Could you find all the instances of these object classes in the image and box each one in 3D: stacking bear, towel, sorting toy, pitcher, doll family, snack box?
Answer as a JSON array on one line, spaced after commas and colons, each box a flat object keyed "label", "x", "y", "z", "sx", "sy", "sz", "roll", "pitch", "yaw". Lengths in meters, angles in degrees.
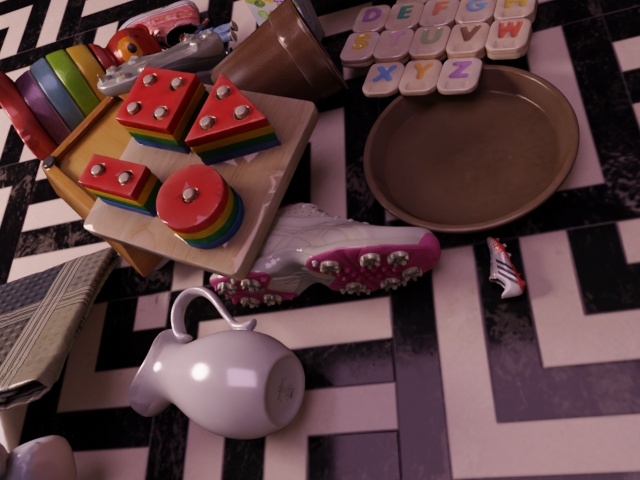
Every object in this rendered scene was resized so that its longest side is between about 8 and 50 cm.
[{"label": "stacking bear", "x": -0.416, "y": -0.285, "z": 1.070, "sx": 0.289, "sy": 0.164, "sz": 0.175, "roll": -33, "pitch": 92, "yaw": -11}, {"label": "towel", "x": -0.456, "y": 0.148, "z": 0.842, "sx": 0.312, "sy": 0.056, "sz": 0.324, "roll": -19, "pitch": 29, "yaw": 10}, {"label": "sorting toy", "x": -0.171, "y": -0.109, "z": 0.773, "sx": 0.256, "sy": 0.089, "sz": 0.257, "roll": 15, "pitch": 71, "yaw": 23}, {"label": "pitcher", "x": -0.122, "y": 0.145, "z": 0.729, "sx": 0.207, "sy": 0.125, "sz": 0.177, "roll": 0, "pitch": 71, "yaw": 33}, {"label": "doll family", "x": -0.203, "y": -0.311, "z": 1.048, "sx": 0.112, "sy": 0.076, "sz": 0.192, "roll": -8, "pitch": 55, "yaw": 23}, {"label": "snack box", "x": -0.064, "y": -0.384, "z": 0.984, "sx": 0.100, "sy": 0.141, "sz": 0.037, "roll": 12, "pitch": 68, "yaw": 27}]

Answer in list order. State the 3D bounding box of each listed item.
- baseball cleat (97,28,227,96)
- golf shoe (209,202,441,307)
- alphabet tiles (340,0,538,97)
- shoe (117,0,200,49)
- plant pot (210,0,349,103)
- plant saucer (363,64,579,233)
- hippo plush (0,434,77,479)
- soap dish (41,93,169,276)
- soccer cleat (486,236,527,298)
[{"label": "baseball cleat", "x": -0.239, "y": -0.253, "z": 0.936, "sx": 0.206, "sy": 0.109, "sz": 0.072, "roll": -25, "pitch": 46, "yaw": -8}, {"label": "golf shoe", "x": 0.000, "y": 0.000, "z": 0.770, "sx": 0.306, "sy": 0.115, "sz": 0.140, "roll": -7, "pitch": 57, "yaw": 17}, {"label": "alphabet tiles", "x": 0.175, "y": -0.321, "z": 0.898, "sx": 0.284, "sy": 0.021, "sz": 0.277, "roll": 5, "pitch": 56, "yaw": 27}, {"label": "shoe", "x": -0.313, "y": -0.398, "z": 1.141, "sx": 0.178, "sy": 0.063, "sz": 0.081, "roll": -22, "pitch": 52, "yaw": 5}, {"label": "plant pot", "x": -0.070, "y": -0.259, "z": 0.916, "sx": 0.165, "sy": 0.167, "sz": 0.167, "roll": -32, "pitch": 55, "yaw": 12}, {"label": "plant saucer", "x": 0.195, "y": -0.121, "z": 0.789, "sx": 0.278, "sy": 0.041, "sz": 0.277, "roll": -11, "pitch": 55, "yaw": 16}, {"label": "hippo plush", "x": -0.432, "y": 0.364, "z": 0.724, "sx": 0.237, "sy": 0.234, "sz": 0.294, "roll": -6, "pitch": 51, "yaw": 49}, {"label": "soap dish", "x": -0.294, "y": -0.110, "z": 0.943, "sx": 0.291, "sy": 0.118, "sz": 0.229, "roll": 34, "pitch": 80, "yaw": 33}, {"label": "soccer cleat", "x": 0.215, "y": 0.032, "z": 0.712, "sx": 0.036, "sy": 0.029, "sz": 0.083, "roll": -24, "pitch": 61, "yaw": 3}]
